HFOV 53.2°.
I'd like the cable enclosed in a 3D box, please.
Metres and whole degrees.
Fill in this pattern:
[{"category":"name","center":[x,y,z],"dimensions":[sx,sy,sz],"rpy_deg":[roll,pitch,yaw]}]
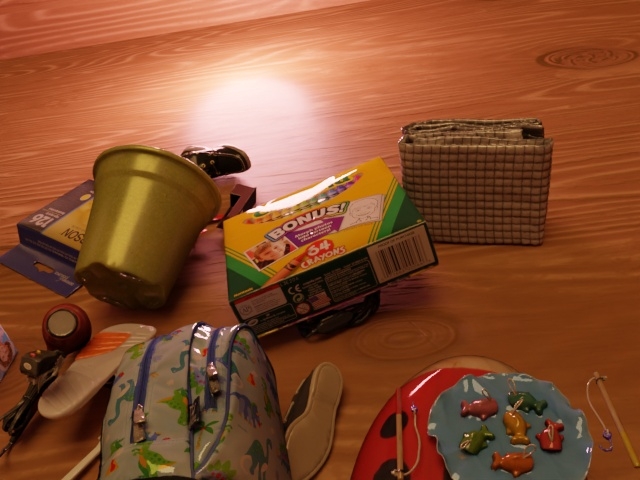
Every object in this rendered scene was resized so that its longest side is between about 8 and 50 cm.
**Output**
[{"category":"cable","center":[0.026,0.110,1.199],"dimensions":[0.184,0.047,0.150],"rpy_deg":[-27,34,-12]}]

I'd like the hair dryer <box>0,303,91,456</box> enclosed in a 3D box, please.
[{"category":"hair dryer","center":[-0.479,0.210,1.107],"dimensions":[0.080,0.223,0.293],"rpy_deg":[32,19,-4]}]

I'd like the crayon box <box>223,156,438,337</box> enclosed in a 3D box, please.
[{"category":"crayon box","center":[0.000,0.000,1.226],"dimensions":[0.363,0.106,0.313],"rpy_deg":[-22,30,1]}]

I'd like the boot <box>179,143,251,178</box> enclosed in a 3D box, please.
[{"category":"boot","center":[-0.308,-0.166,1.626],"dimensions":[0.236,0.085,0.178],"rpy_deg":[7,42,34]}]

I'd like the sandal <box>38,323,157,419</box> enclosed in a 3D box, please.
[{"category":"sandal","center":[-0.382,0.235,1.107],"dimensions":[0.102,0.076,0.265],"rpy_deg":[7,28,20]}]

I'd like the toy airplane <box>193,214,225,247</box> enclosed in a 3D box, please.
[{"category":"toy airplane","center":[-0.294,-0.038,1.495],"dimensions":[0.151,0.028,0.151],"rpy_deg":[-7,36,5]}]

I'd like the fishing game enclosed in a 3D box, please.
[{"category":"fishing game","center":[0.213,0.213,0.732],"dimensions":[0.264,0.041,0.189],"rpy_deg":[-3,34,9]}]

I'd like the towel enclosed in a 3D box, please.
[{"category":"towel","center":[0.306,-0.122,1.266],"dimensions":[0.283,0.235,0.121],"rpy_deg":[1,35,17]}]

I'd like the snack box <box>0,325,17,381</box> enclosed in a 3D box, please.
[{"category":"snack box","center":[-0.644,0.245,1.081],"dimensions":[0.060,0.187,0.322],"rpy_deg":[-6,37,8]}]

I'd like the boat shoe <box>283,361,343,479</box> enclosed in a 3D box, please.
[{"category":"boat shoe","center":[-0.022,0.283,0.980],"dimensions":[0.065,0.075,0.206],"rpy_deg":[-39,19,45]}]

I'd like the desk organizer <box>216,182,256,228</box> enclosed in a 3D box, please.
[{"category":"desk organizer","center":[-0.196,-0.078,1.495],"dimensions":[0.050,0.047,0.130],"rpy_deg":[15,42,10]}]

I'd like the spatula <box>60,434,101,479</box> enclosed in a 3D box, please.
[{"category":"spatula","center":[-0.316,0.348,0.969],"dimensions":[0.168,0.019,0.242],"rpy_deg":[9,36,34]}]

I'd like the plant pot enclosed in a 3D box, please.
[{"category":"plant pot","center":[-0.366,-0.008,1.291],"dimensions":[0.276,0.276,0.254],"rpy_deg":[1,56,17]}]

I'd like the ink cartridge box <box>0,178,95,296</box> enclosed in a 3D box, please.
[{"category":"ink cartridge box","center":[-0.577,-0.023,1.525],"dimensions":[0.303,0.072,0.307],"rpy_deg":[17,43,33]}]

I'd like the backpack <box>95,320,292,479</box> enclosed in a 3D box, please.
[{"category":"backpack","center":[-0.159,0.269,0.828],"dimensions":[0.273,0.290,0.355],"rpy_deg":[-31,32,-6]}]

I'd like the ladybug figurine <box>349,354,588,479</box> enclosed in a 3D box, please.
[{"category":"ladybug figurine","center":[0.176,0.310,0.783],"dimensions":[0.305,0.162,0.449],"rpy_deg":[1,38,16]}]
